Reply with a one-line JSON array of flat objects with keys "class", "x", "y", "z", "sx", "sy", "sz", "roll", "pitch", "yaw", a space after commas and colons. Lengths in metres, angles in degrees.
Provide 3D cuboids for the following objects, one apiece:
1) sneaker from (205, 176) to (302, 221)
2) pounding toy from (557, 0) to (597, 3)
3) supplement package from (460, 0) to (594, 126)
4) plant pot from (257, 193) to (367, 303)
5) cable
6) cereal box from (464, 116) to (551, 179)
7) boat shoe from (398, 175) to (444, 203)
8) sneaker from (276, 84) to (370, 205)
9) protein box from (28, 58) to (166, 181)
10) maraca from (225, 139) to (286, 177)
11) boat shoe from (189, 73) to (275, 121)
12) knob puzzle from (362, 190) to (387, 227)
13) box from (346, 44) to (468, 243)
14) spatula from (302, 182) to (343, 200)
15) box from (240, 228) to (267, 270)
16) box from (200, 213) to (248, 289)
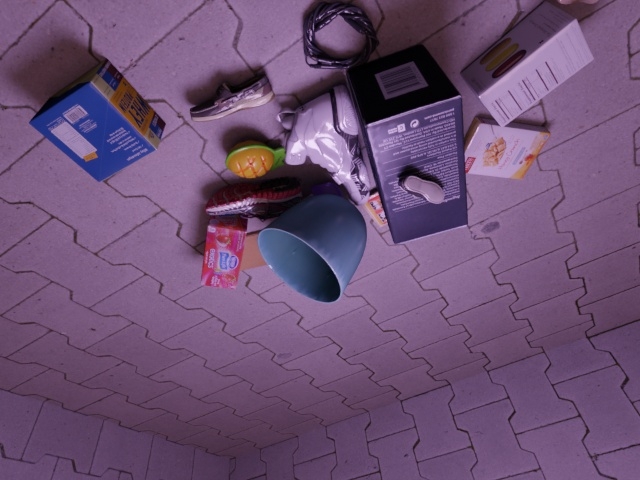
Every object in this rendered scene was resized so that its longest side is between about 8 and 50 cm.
[{"class": "sneaker", "x": -0.204, "y": -0.109, "z": 1.237, "sx": 0.300, "sy": 0.120, "sz": 0.111, "roll": -7, "pitch": 126, "yaw": -1}, {"class": "pounding toy", "x": 0.600, "y": -0.623, "z": 0.819, "sx": 0.154, "sy": 0.154, "sz": 0.269, "roll": 9, "pitch": 133, "yaw": -22}, {"class": "supplement package", "x": 0.509, "y": -0.436, "z": 1.007, "sx": 0.134, "sy": 0.139, "sz": 0.244, "roll": 32, "pitch": 123, "yaw": -35}, {"class": "plant pot", "x": 0.000, "y": 0.000, "z": 1.187, "sx": 0.293, "sy": 0.235, "sz": 0.292, "roll": 28, "pitch": 148, "yaw": 19}, {"class": "cable", "x": 0.050, "y": -0.488, "z": 0.963, "sx": 0.185, "sy": 0.047, "sz": 0.150, "roll": -1, "pitch": 130, "yaw": -4}, {"class": "cereal box", "x": 0.552, "y": -0.279, "z": 1.235, "sx": 0.241, "sy": 0.047, "sz": 0.172, "roll": 3, "pitch": 134, "yaw": -11}, {"class": "boat shoe", "x": 0.237, "y": -0.119, "z": 0.942, "sx": 0.125, "sy": 0.038, "sz": 0.046, "roll": 14, "pitch": 90, "yaw": -28}, {"class": "sneaker", "x": 0.016, "y": -0.240, "z": 1.142, "sx": 0.211, "sy": 0.137, "sz": 0.365, "roll": -13, "pitch": 130, "yaw": 6}, {"class": "protein box", "x": -0.544, "y": -0.292, "z": 1.002, "sx": 0.200, "sy": 0.135, "sz": 0.201, "roll": -24, "pitch": 133, "yaw": 15}, {"class": "maraca", "x": -0.180, "y": -0.232, "z": 1.146, "sx": 0.186, "sy": 0.099, "sz": 0.127, "roll": -7, "pitch": 159, "yaw": -30}, {"class": "boat shoe", "x": -0.231, "y": -0.366, "z": 1.020, "sx": 0.224, "sy": 0.080, "sz": 0.073, "roll": -16, "pitch": 130, "yaw": 0}, {"class": "knob puzzle", "x": 0.255, "y": -0.121, "z": 1.348, "sx": 0.213, "sy": 0.029, "sz": 0.213, "roll": -7, "pitch": 142, "yaw": -5}, {"class": "box", "x": 0.232, "y": -0.241, "z": 1.055, "sx": 0.212, "sy": 0.293, "sz": 0.395, "roll": -16, "pitch": 134, "yaw": 9}, {"class": "spatula", "x": -0.075, "y": -0.123, "z": 1.315, "sx": 0.297, "sy": 0.030, "sz": 0.084, "roll": -18, "pitch": 134, "yaw": 10}, {"class": "box", "x": -0.258, "y": 0.041, "z": 1.459, "sx": 0.202, "sy": 0.021, "sz": 0.164, "roll": -13, "pitch": 135, "yaw": 5}, {"class": "box", "x": -0.320, "y": 0.025, "z": 1.336, "sx": 0.123, "sy": 0.128, "sz": 0.256, "roll": 9, "pitch": 125, "yaw": -13}]
